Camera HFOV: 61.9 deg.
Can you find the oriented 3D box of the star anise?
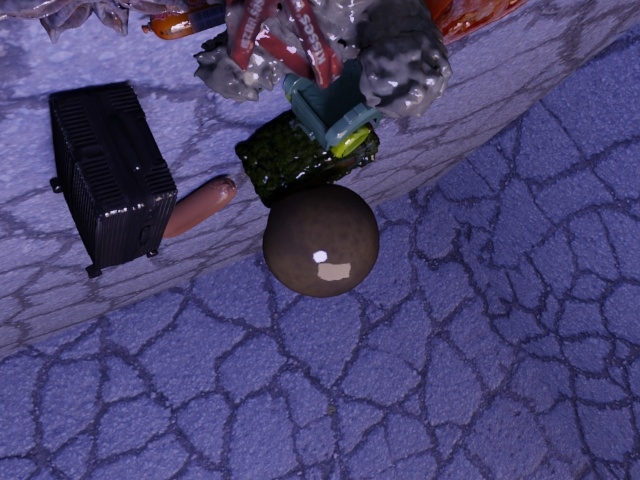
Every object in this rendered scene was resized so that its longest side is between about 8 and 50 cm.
[{"bbox_3d":[-0.251,-0.302,0.570,0.235,0.109,0.223,-14,178,20],"label":"star anise"}]

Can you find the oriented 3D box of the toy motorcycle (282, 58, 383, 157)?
[{"bbox_3d":[0.094,-0.349,1.133,0.326,0.191,0.200,-39,173,-8],"label":"toy motorcycle"}]

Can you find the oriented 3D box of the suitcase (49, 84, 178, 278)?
[{"bbox_3d":[-0.387,-0.094,0.977,0.152,0.230,0.335,-23,171,-28],"label":"suitcase"}]

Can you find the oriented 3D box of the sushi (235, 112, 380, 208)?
[{"bbox_3d":[-0.019,-0.234,1.424,0.351,0.178,0.294,-28,171,13],"label":"sushi"}]

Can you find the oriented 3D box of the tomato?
[{"bbox_3d":[0.294,-0.492,0.944,0.338,0.144,0.338,-27,176,-2],"label":"tomato"}]

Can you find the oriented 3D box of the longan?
[{"bbox_3d":[0.000,0.000,1.366,0.318,0.319,0.319,-26,172,-4],"label":"longan"}]

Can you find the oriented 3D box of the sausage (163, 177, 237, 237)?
[{"bbox_3d":[-0.365,-0.093,1.554,0.289,0.086,0.086,-28,172,20],"label":"sausage"}]

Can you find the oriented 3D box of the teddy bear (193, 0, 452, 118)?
[{"bbox_3d":[-0.032,-0.324,0.591,0.225,0.357,0.367,-66,152,-17],"label":"teddy bear"}]

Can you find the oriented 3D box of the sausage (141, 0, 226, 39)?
[{"bbox_3d":[-0.093,-0.361,0.780,0.347,0.053,0.053,-21,171,-6],"label":"sausage"}]
